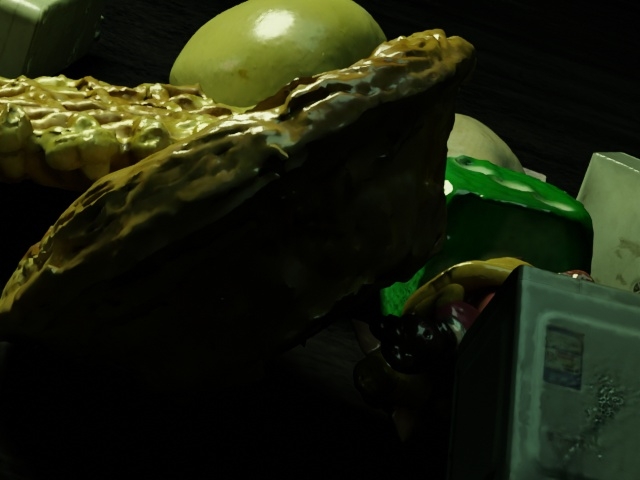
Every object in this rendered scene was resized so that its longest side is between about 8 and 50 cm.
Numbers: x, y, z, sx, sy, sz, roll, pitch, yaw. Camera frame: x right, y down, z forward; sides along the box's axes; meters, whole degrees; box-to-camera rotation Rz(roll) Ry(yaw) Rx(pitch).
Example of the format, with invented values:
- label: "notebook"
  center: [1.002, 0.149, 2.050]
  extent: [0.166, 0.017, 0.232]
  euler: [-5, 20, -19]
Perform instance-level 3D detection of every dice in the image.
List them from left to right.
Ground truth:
- label: "dice"
  center: [0.120, 0.015, 1.474]
  extent: [0.128, 0.131, 0.120]
  euler: [12, 16, -15]

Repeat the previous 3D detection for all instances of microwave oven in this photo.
- label: "microwave oven"
  center: [0.183, 0.123, 1.149]
  extent: [0.205, 0.129, 0.163]
  euler: [14, 60, -9]

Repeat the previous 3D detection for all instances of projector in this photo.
- label: "projector"
  center: [0.286, 0.001, 1.698]
  extent: [0.147, 0.115, 0.061]
  euler: [30, 23, 33]

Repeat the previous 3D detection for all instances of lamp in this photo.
- label: "lamp"
  center: [0.095, 0.077, 1.307]
  extent: [0.118, 0.118, 0.253]
  euler: [30, 25, 34]

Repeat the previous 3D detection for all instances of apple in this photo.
- label: "apple"
  center: [-0.024, -0.120, 1.655]
  extent: [0.200, 0.200, 0.200]
  euler: [16, 18, -5]

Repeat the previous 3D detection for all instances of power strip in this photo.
- label: "power strip"
  center: [-0.246, -0.203, 1.834]
  extent: [0.053, 0.093, 0.288]
  euler: [21, 17, 3]

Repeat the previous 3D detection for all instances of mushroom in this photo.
- label: "mushroom"
  center: [0.105, -0.026, 1.605]
  extent: [0.154, 0.122, 0.154]
  euler: [48, 24, -29]

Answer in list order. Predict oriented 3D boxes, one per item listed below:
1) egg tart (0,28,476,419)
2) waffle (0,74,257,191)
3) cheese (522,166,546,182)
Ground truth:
- label: "egg tart"
  center: [-0.039, 0.000, 1.202]
  extent: [0.150, 0.352, 0.352]
  euler: [59, 23, 0]
- label: "waffle"
  center: [-0.185, -0.081, 1.475]
  extent: [0.325, 0.068, 0.302]
  euler: [11, 11, 26]
- label: "cheese"
  center: [0.194, -0.039, 1.861]
  extent: [0.097, 0.037, 0.192]
  euler: [20, 17, 1]
